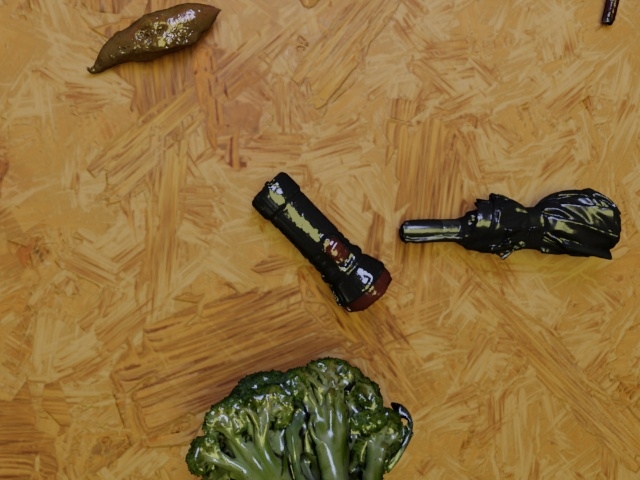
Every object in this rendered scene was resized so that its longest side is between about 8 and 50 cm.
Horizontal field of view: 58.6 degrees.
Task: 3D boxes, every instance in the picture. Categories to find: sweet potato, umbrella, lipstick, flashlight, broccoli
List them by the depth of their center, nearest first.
[{"bbox_3d":[-0.022,0.324,0.760,0.320,0.283,0.304,1,109,-22],"label":"broccoli"},{"bbox_3d":[-0.234,-0.282,0.794,0.205,0.060,0.068,-22,59,4],"label":"sweet potato"},{"bbox_3d":[0.000,0.000,0.834,0.093,0.093,0.232,-44,98,-3],"label":"flashlight"},{"bbox_3d":[0.291,-0.018,0.877,0.339,0.118,0.118,-3,95,-2],"label":"umbrella"},{"bbox_3d":[0.475,-0.430,0.903,0.027,0.027,0.177,10,93,-9],"label":"lipstick"}]
